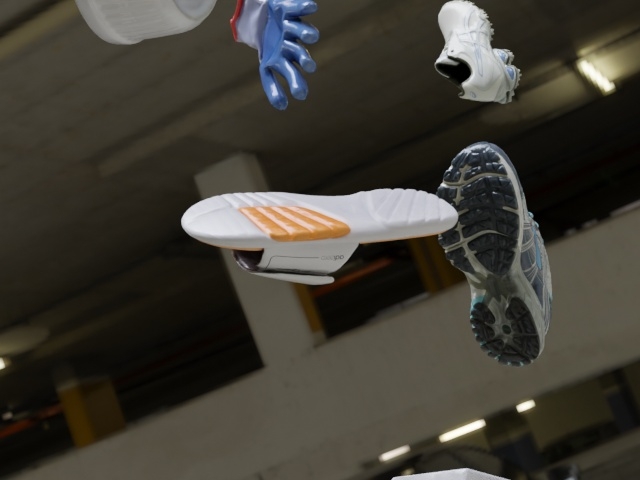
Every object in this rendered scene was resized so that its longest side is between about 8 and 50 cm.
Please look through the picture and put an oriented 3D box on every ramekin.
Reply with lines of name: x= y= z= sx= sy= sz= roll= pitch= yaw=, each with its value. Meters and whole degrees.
ramekin: x=-0.197 y=-0.333 z=1.402 sx=0.109 sy=0.207 sz=0.207 roll=2 pitch=-2 yaw=21

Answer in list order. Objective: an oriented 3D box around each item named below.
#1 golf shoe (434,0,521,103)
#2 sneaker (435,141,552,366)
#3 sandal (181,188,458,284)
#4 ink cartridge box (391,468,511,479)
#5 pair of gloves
golf shoe: x=0.175 y=-0.238 z=1.493 sx=0.086 sy=0.176 sz=0.069 roll=-10 pitch=-43 yaw=-21
sneaker: x=0.219 y=0.006 z=1.468 sx=0.110 sy=0.283 sz=0.122 roll=0 pitch=26 yaw=30
sandal: x=0.004 y=0.004 z=1.122 sx=0.265 sy=0.076 sz=0.102 roll=-2 pitch=25 yaw=-18
ink cartridge box: x=0.175 y=0.404 z=1.294 sx=0.201 sy=0.278 sz=0.117 roll=22 pitch=-27 yaw=-39
pair of gloves: x=-0.026 y=-0.210 z=0.950 sx=0.023 sy=0.159 sz=0.198 roll=0 pitch=-62 yaw=-28
